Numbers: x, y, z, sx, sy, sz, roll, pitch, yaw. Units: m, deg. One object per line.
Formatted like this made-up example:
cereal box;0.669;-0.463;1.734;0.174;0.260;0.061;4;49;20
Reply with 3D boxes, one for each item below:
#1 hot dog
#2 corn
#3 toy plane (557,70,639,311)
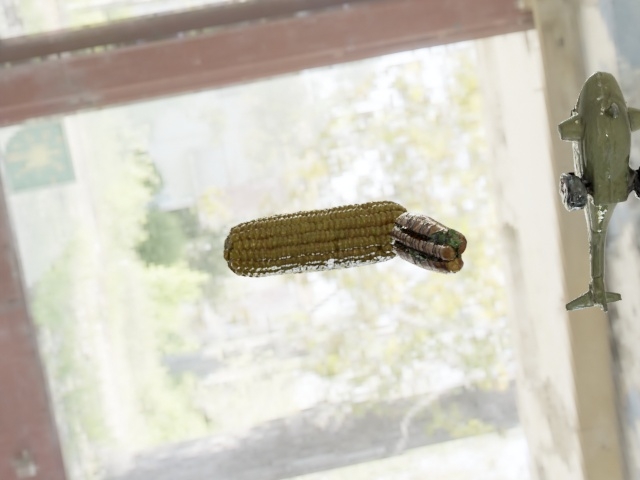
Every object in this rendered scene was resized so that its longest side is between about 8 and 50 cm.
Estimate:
hot dog;0.094;0.002;1.211;0.122;0.037;0.049;-159;-107;-66
corn;0.000;0.000;1.383;0.068;0.207;0.068;171;-90;-78
toy plane;0.278;-0.040;1.350;0.108;0.092;0.286;-110;-170;-60
